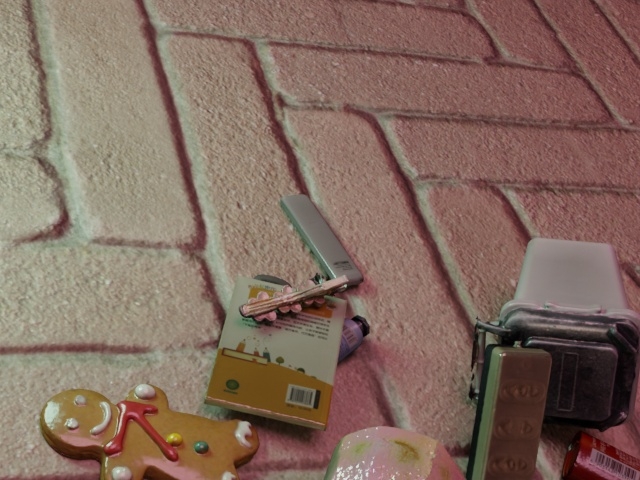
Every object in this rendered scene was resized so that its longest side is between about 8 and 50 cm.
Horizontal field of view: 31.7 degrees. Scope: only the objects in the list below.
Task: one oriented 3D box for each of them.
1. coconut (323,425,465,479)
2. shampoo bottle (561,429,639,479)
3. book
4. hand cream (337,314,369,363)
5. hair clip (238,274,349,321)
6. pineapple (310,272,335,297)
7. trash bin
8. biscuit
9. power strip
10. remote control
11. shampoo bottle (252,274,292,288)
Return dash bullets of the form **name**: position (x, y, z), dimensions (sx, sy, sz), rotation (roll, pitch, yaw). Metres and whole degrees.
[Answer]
- **coconut**: position (0.110, 0.402, 1.701), dimensions (0.233, 0.233, 0.245), rotation (24, 42, 1)
- **shampoo bottle**: position (0.579, 0.445, 1.986), dimensions (0.314, 0.076, 0.118), rotation (26, 27, 3)
- **book**: position (-0.071, 0.187, 1.947), dimensions (0.208, 0.020, 0.295), rotation (13, 43, -1)
- **hand cream**: position (-0.015, 0.206, 1.995), dimensions (0.091, 0.058, 0.271), rotation (47, 48, 14)
- **hair clip**: position (-0.048, 0.103, 1.996), dimensions (0.214, 0.056, 0.062), rotation (-17, 67, -20)
- **pineapple**: position (0.011, 0.106, 2.116), dimensions (0.058, 0.058, 0.124), rotation (10, 41, -15)
- **trash bin**: position (0.440, 0.156, 2.115), dimensions (0.296, 0.256, 0.367), rotation (4, 30, 11)
- **biscuit**: position (-0.269, 0.311, 1.760), dimensions (0.340, 0.047, 0.216), rotation (21, 38, -3)
- **power strip**: position (0.318, 0.295, 1.903), dimensions (0.105, 0.256, 0.070), rotation (4, 7, -21)
- **remote control**: position (0.000, 0.000, 2.254), dimensions (0.067, 0.029, 0.261), rotation (-8, 46, -32)
- **shampoo bottle**: position (-0.098, 0.130, 2.048), dimensions (0.080, 0.040, 0.165), rotation (18, 40, -7)
